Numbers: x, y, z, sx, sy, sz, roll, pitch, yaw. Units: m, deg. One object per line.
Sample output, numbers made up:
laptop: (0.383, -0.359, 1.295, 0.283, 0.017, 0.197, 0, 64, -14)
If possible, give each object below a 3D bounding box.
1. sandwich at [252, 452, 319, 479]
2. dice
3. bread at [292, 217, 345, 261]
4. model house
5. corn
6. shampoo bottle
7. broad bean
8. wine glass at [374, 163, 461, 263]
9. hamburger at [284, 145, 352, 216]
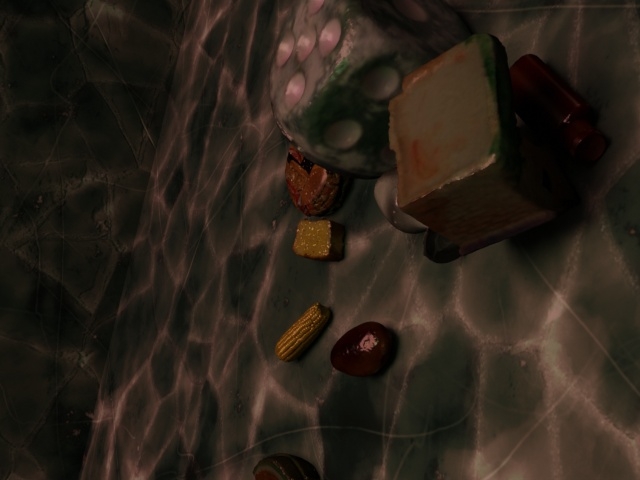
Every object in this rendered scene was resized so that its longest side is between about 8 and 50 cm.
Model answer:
sandwich: (-0.101, 0.570, 2.063, 0.235, 0.079, 0.159, 22, 97, 61)
dice: (0.104, -0.354, 1.852, 0.348, 0.328, 0.330, -53, 36, 36)
bread: (0.000, 0.000, 2.156, 0.187, 0.065, 0.103, -4, 73, 62)
model house: (0.289, -0.143, 1.503, 0.245, 0.280, 0.312, -29, 45, 37)
corn: (-0.045, 0.227, 2.132, 0.206, 0.067, 0.067, -51, 37, 33)
shampoo bottle: (0.405, -0.226, 1.534, 0.102, 0.064, 0.260, -60, 32, 26)
broad bean: (0.091, 0.234, 1.876, 0.165, 0.085, 0.114, -20, 77, 49)
wine glass: (0.202, -0.058, 1.761, 0.126, 0.127, 0.241, -65, 33, 19)
hamburger: (-0.008, -0.165, 2.206, 0.231, 0.107, 0.230, -22, 61, 47)
